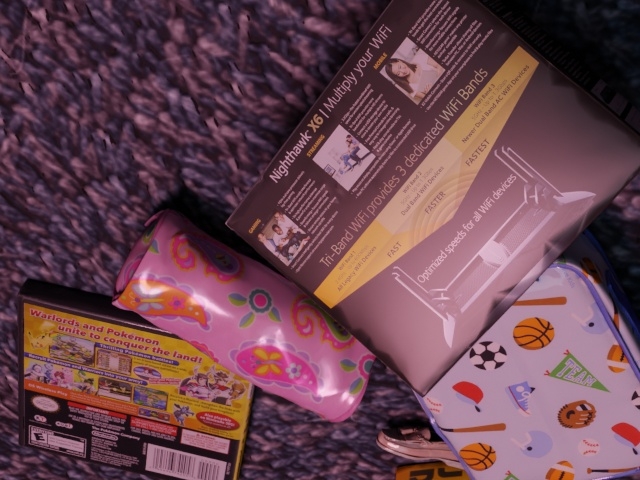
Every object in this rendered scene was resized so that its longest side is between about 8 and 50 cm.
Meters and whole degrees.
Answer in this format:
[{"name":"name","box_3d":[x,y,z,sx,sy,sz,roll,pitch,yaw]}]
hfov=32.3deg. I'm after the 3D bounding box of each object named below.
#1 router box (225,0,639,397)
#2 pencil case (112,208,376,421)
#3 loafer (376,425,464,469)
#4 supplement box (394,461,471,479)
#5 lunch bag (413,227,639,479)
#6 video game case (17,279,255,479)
[{"name":"router box","box_3d":[0.100,-0.052,0.962,0.243,0.081,0.309,42,117,4]},{"name":"pencil case","box_3d":[-0.070,0.078,1.139,0.284,0.124,0.124,30,125,-12]},{"name":"loafer","box_3d":[0.127,0.228,1.261,0.125,0.045,0.039,14,110,-8]},{"name":"supplement box","box_3d":[0.214,0.450,1.308,0.195,0.194,0.356,-9,123,16]},{"name":"lunch bag","box_3d":[0.225,0.128,1.124,0.243,0.115,0.303,-23,118,22]},{"name":"video game case","box_3d":[-0.216,0.177,1.286,0.275,0.035,0.248,13,127,2]}]
